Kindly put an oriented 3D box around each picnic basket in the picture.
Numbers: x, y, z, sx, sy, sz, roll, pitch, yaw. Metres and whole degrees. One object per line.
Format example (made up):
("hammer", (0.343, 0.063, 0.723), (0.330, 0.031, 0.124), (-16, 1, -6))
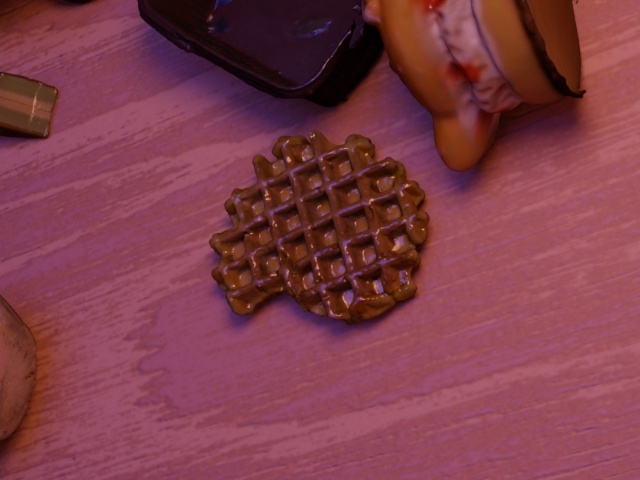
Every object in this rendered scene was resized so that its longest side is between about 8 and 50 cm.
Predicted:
("picnic basket", (-0.050, -0.280, 1.578), (0.297, 0.129, 0.222), (32, 90, 28))

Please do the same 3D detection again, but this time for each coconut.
("coconut", (-0.466, 0.150, 1.611), (0.230, 0.227, 0.227), (6, 79, 22))

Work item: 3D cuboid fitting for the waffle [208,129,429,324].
("waffle", (0.000, 0.000, 1.519), (0.253, 0.056, 0.249), (38, 94, 28))

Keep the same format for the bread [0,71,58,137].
("bread", (-0.416, -0.171, 1.789), (0.139, 0.084, 0.074), (-6, 71, 56))

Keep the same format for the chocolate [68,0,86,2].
("chocolate", (-0.307, -0.370, 1.752), (0.133, 0.127, 0.124), (-63, 30, 13))

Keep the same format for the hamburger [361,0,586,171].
("hamburger", (0.158, -0.236, 1.412), (0.186, 0.261, 0.302), (-17, 112, 25))
